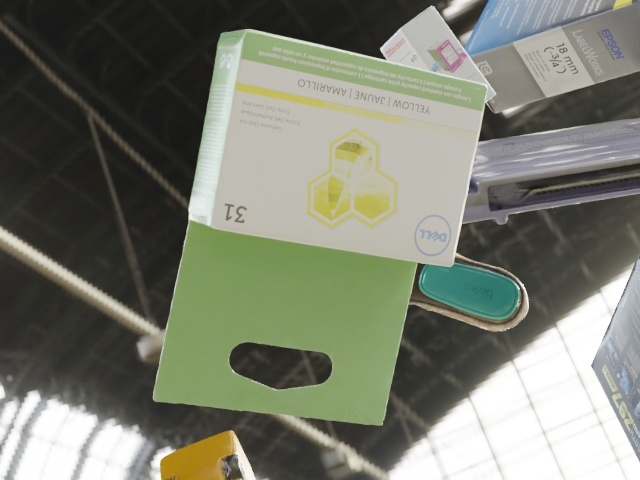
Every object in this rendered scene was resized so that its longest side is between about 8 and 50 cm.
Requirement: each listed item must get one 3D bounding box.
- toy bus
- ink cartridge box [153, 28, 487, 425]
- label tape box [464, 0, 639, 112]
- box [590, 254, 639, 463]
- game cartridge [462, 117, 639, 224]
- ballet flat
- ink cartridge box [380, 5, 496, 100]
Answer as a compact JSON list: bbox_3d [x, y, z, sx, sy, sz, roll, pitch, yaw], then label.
[{"bbox_3d":[-0.121,0.366,1.692,0.108,0.333,0.130,-21,-60,-1],"label":"toy bus"},{"bbox_3d":[0.000,0.000,0.878,0.171,0.235,0.056,10,2,-24],"label":"ink cartridge box"},{"bbox_3d":[0.373,-0.312,1.826,0.333,0.241,0.106,-14,-56,38],"label":"label tape box"},{"bbox_3d":[0.357,0.154,1.377,0.059,0.233,0.183,-6,-42,-16],"label":"box"},{"bbox_3d":[0.284,-0.083,1.600,0.355,0.068,0.230,-9,9,-7],"label":"game cartridge"},{"bbox_3d":[0.127,0.047,1.872,0.107,0.316,0.106,-63,-16,-5],"label":"ballet flat"},{"bbox_3d":[0.130,-0.191,1.569,0.052,0.122,0.088,-35,1,-16],"label":"ink cartridge box"}]
